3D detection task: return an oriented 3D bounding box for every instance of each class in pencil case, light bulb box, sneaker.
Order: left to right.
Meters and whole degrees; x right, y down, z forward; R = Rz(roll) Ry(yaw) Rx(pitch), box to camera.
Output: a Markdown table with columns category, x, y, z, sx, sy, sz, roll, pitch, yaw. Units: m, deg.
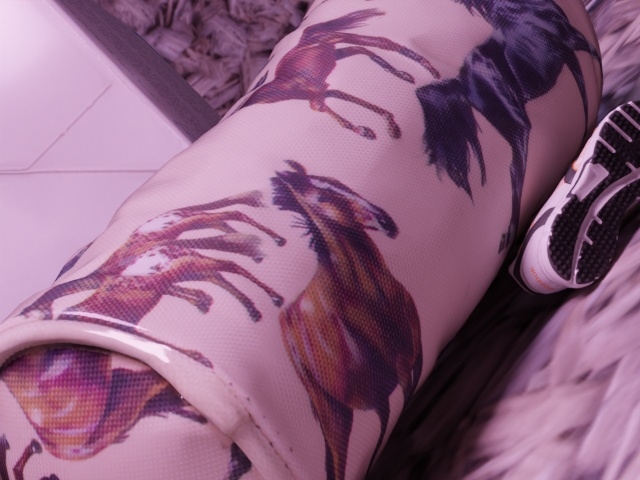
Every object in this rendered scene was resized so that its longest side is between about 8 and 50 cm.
| category | x | y | z | sx | sy | sz | roll | pitch | yaw |
| --- | --- | --- | --- | --- | --- | --- | --- | --- | --- |
| light bulb box | -0.214 | 0.030 | 1.081 | 0.358 | 0.225 | 0.361 | -43 | -12 | 3 |
| pencil case | 0.000 | 0.000 | 0.809 | 0.183 | 0.160 | 0.410 | -41 | 8 | 41 |
| sneaker | 0.114 | -0.019 | 0.781 | 0.109 | 0.040 | 0.044 | -48 | 8 | -31 |
